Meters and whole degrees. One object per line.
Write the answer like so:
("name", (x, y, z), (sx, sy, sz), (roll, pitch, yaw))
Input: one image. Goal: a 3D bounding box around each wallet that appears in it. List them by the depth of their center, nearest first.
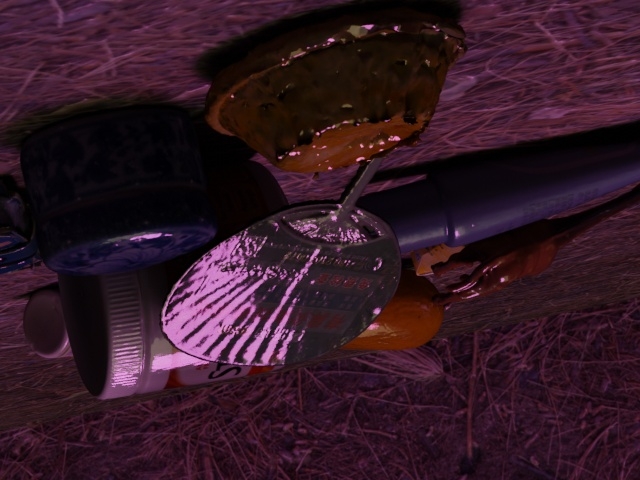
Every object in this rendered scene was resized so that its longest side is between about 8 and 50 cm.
("wallet", (-0.324, -0.001, 1.637), (0.141, 0.059, 0.202), (-14, 171, -2))

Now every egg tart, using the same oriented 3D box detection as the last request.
("egg tart", (0.016, -0.107, 1.358), (0.213, 0.090, 0.212), (-16, 171, -3))

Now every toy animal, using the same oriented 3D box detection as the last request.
("toy animal", (0.249, -0.003, 2.016), (0.230, 0.066, 0.224), (-27, 177, 36))

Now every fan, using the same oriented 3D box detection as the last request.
("fan", (-0.031, 0.015, 1.521), (0.223, 0.012, 0.294), (-14, 139, -16))

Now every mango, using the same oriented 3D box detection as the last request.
("mango", (0.044, 0.104, 2.599), (0.317, 0.119, 0.176), (-4, 177, -16))

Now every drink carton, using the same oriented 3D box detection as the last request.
("drink carton", (0.152, -0.005, 2.168), (0.075, 0.084, 0.200), (-10, 167, -31))

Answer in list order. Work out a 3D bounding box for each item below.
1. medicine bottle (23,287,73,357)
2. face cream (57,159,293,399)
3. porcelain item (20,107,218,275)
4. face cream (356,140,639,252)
("medicine bottle", (-0.273, 0.099, 2.239), (0.086, 0.086, 0.183), (-19, 168, 38))
("face cream", (-0.130, 0.034, 1.656), (0.187, 0.201, 0.201), (-8, 170, -19))
("porcelain item", (-0.163, -0.035, 1.465), (0.147, 0.114, 0.147), (-13, 171, -2))
("face cream", (0.222, -0.058, 1.945), (0.385, 0.086, 0.135), (-15, -176, -10))
